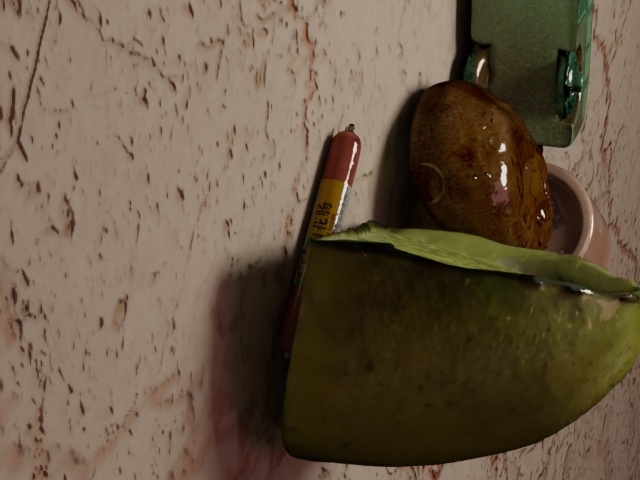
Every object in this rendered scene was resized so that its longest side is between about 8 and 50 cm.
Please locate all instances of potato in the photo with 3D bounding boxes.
[{"bbox_3d":[0.133,0.109,1.671,0.330,0.280,0.212,-23,123,-79],"label":"potato"}]

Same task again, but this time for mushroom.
[{"bbox_3d":[0.162,-0.056,1.909,0.231,0.138,0.194,61,42,-57],"label":"mushroom"}]

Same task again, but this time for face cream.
[{"bbox_3d":[0.237,-0.002,2.101,0.104,0.149,0.149,42,60,-63],"label":"face cream"}]

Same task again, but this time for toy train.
[{"bbox_3d":[0.219,-0.244,2.000,0.159,0.129,0.326,-49,142,-62],"label":"toy train"}]

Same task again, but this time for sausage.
[{"bbox_3d":[0.000,0.000,1.678,0.029,0.029,0.223,47,55,-63],"label":"sausage"}]
